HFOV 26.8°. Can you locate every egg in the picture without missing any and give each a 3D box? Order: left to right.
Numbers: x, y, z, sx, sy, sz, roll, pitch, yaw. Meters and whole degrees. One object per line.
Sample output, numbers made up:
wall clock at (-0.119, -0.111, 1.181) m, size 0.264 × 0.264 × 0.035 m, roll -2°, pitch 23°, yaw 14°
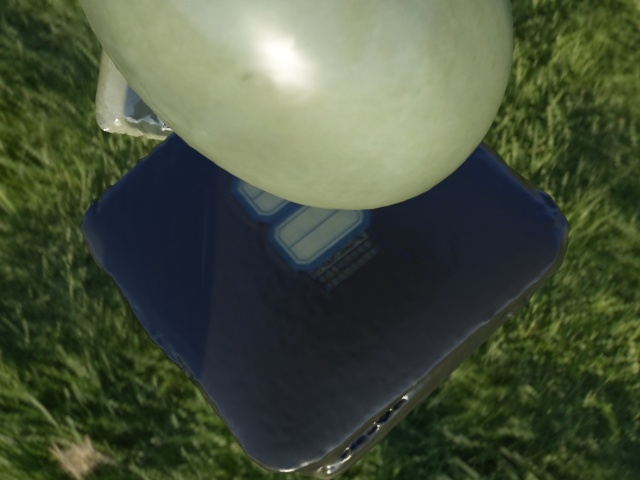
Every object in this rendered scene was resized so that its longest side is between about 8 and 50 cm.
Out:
egg at (-0.019, -0.175, 0.881) m, size 0.258 × 0.258 × 0.352 m, roll -44°, pitch 113°, yaw -17°

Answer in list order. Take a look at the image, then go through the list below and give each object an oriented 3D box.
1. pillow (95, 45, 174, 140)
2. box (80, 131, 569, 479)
pillow at (-0.179, -0.198, 1.489) m, size 0.134 × 0.078 × 0.181 m, roll 3°, pitch 99°, yaw -18°
box at (0.000, 0.000, 1.242) m, size 0.359 × 0.091 × 0.350 m, roll -41°, pitch 69°, yaw -8°
